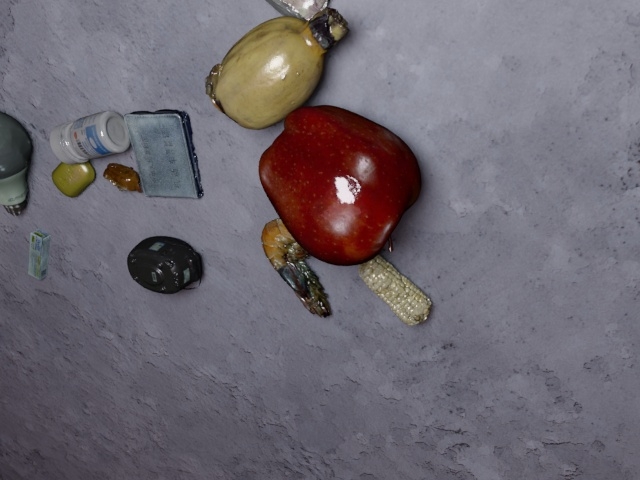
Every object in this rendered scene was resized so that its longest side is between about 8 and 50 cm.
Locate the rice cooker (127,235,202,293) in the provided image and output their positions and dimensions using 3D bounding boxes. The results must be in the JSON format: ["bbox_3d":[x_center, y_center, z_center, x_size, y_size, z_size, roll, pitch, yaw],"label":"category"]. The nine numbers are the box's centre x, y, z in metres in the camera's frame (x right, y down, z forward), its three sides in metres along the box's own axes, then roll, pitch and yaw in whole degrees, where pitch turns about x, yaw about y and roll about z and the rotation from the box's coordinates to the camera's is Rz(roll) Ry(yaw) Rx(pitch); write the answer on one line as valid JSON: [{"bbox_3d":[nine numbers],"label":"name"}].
[{"bbox_3d":[-0.406,0.066,1.323,0.203,0.118,0.142,9,118,19],"label":"rice cooker"}]

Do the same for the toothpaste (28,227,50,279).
[{"bbox_3d":[-0.840,0.045,1.510,0.046,0.034,0.164,26,121,5],"label":"toothpaste"}]

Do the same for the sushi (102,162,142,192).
[{"bbox_3d":[-0.501,-0.155,1.286,0.118,0.062,0.060,36,132,23],"label":"sushi"}]

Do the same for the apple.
[{"bbox_3d":[0.041,-0.108,0.992,0.317,0.288,0.288,41,122,12],"label":"apple"}]

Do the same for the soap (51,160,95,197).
[{"bbox_3d":[-0.653,-0.170,1.333,0.140,0.045,0.089,-32,106,29],"label":"soap"}]

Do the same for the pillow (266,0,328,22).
[{"bbox_3d":[-0.009,-0.531,0.925,0.169,0.059,0.255,33,121,-6],"label":"pillow"}]

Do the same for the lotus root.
[{"bbox_3d":[-0.076,-0.336,0.969,0.310,0.182,0.182,-29,103,30],"label":"lotus root"}]

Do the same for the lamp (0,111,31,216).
[{"bbox_3d":[-0.837,-0.183,1.315,0.182,0.182,0.313,10,122,14],"label":"lamp"}]

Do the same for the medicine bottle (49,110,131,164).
[{"bbox_3d":[-0.555,-0.248,1.226,0.168,0.105,0.104,-8,112,23],"label":"medicine bottle"}]

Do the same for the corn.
[{"bbox_3d":[0.164,0.111,1.170,0.211,0.087,0.087,41,121,-4],"label":"corn"}]

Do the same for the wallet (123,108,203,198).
[{"bbox_3d":[-0.381,-0.206,1.226,0.168,0.036,0.221,4,117,17],"label":"wallet"}]

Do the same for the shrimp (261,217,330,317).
[{"bbox_3d":[-0.019,0.066,1.202,0.223,0.054,0.290,-13,114,41],"label":"shrimp"}]
